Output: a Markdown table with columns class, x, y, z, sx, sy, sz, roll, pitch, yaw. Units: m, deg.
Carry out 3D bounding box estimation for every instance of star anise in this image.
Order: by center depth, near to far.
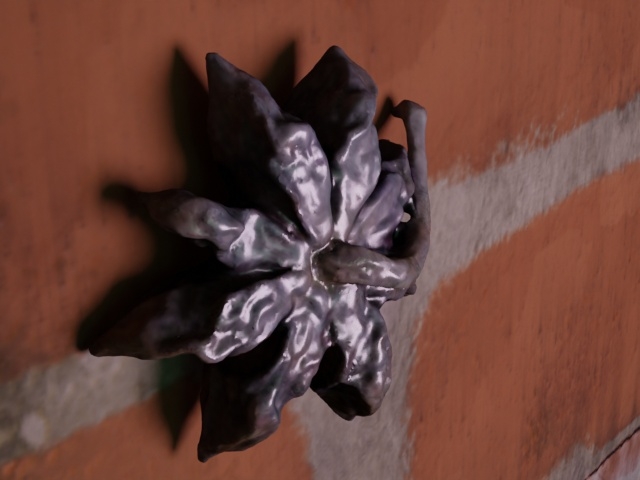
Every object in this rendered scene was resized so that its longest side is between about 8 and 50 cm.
| class | x | y | z | sx | sy | sz | roll | pitch | yaw |
| --- | --- | --- | --- | --- | --- | --- | --- | --- | --- |
| star anise | -0.001 | -0.001 | 0.541 | 0.262 | 0.081 | 0.230 | -39 | 119 | -35 |
